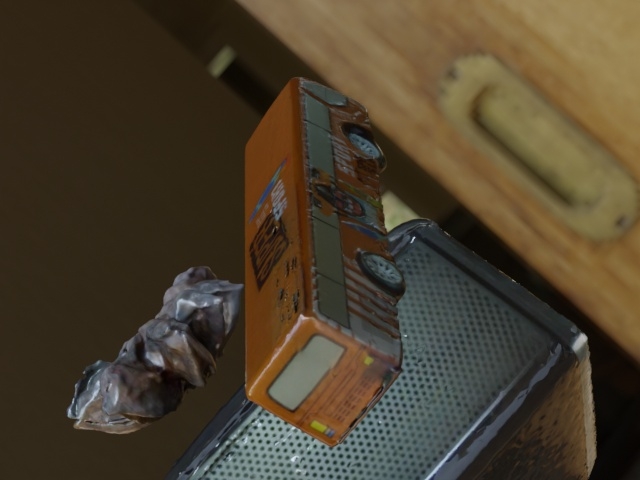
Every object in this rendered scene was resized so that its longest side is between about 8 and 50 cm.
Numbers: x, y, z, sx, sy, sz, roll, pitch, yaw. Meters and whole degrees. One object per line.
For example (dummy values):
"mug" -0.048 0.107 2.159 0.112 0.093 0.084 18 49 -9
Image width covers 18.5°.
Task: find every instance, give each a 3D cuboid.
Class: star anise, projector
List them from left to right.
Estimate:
"star anise" -0.151 0.106 1.909 0.229 0.093 0.236 -39 11 49
"projector" 0.056 0.241 1.910 0.405 0.242 0.395 -47 -23 -14

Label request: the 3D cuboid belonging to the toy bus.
"toy bus" 0.000 0.000 1.429 0.093 0.092 0.409 -55 17 22
